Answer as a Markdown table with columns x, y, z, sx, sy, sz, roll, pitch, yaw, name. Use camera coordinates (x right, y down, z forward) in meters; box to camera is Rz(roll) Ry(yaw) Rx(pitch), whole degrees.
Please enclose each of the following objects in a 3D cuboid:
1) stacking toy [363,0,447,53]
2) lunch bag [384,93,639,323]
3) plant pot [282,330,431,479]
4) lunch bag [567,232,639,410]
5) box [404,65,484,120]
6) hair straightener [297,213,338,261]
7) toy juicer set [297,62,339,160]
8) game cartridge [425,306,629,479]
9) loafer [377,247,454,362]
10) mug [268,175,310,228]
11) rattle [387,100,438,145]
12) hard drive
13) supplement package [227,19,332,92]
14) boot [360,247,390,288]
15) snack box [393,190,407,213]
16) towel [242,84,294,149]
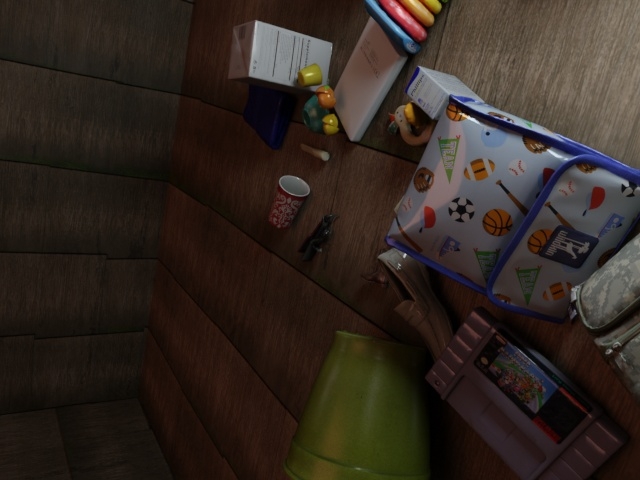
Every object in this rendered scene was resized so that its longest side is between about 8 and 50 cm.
| x | y | z | sx | sy | sz | roll | pitch | yaw | name |
| --- | --- | --- | --- | --- | --- | --- | --- | --- | --- |
| 0.275 | -0.640 | 1.293 | 0.302 | 0.175 | 0.165 | -44 | 74 | 24 | stacking toy |
| 0.368 | -0.060 | 0.993 | 0.386 | 0.239 | 0.327 | 31 | 116 | 17 | lunch bag |
| 0.119 | 0.417 | 1.288 | 0.366 | 0.367 | 0.352 | -2 | 74 | 56 | plant pot |
| 0.554 | 0.089 | 0.774 | 0.305 | 0.213 | 0.256 | -59 | 27 | 34 | lunch bag |
| 0.295 | -0.345 | 1.238 | 0.072 | 0.126 | 0.137 | -62 | 41 | 34 | box |
| 0.000 | 0.000 | 1.726 | 0.230 | 0.047 | 0.089 | -50 | 49 | 36 | hair straightener |
| 0.010 | -0.391 | 1.695 | 0.209 | 0.090 | 0.329 | 52 | 154 | 37 | toy juicer set |
| 0.395 | 0.329 | 1.049 | 0.355 | 0.068 | 0.230 | 45 | 129 | 33 | game cartridge |
| 0.235 | 0.164 | 1.270 | 0.112 | 0.112 | 0.319 | 103 | 148 | -64 | loafer |
| -0.111 | -0.139 | 1.861 | 0.113 | 0.150 | 0.169 | 34 | 128 | 10 | mug |
| 0.206 | -0.316 | 1.362 | 0.200 | 0.143 | 0.130 | 30 | 131 | 46 | rattle |
| 0.133 | -0.475 | 1.526 | 0.307 | 0.040 | 0.203 | -59 | 43 | 46 | hard drive |
| -0.136 | -0.604 | 1.736 | 0.177 | 0.293 | 0.175 | 21 | 105 | 54 | supplement package |
| 0.164 | 0.068 | 1.477 | 0.106 | 0.037 | 0.114 | 21 | 108 | 41 | boot |
| 0.319 | -0.122 | 1.244 | 0.322 | 0.060 | 0.187 | -57 | 45 | 36 | snack box |
| -0.206 | -0.520 | 2.038 | 0.308 | 0.076 | 0.227 | 52 | 136 | 43 | towel |
